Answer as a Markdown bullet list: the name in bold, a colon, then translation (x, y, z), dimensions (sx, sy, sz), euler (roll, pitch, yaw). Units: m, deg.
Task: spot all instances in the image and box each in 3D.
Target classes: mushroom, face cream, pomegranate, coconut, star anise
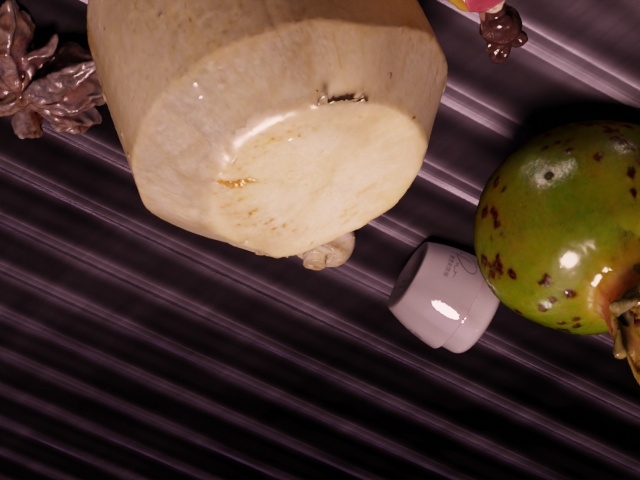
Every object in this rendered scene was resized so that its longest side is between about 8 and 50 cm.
- **mushroom**: translation (0.000, 0.000, 1.877), dimensions (0.084, 0.067, 0.083), euler (7, 153, 4)
- **face cream**: translation (0.144, 0.065, 1.867), dimensions (0.104, 0.117, 0.117), euler (30, 148, -9)
- **pomegranate**: translation (0.256, 0.009, 1.558), dimensions (0.231, 0.286, 0.231), euler (7, 127, 9)
- **coconut**: translation (-0.054, -0.153, 1.427), dimensions (0.323, 0.323, 0.323), euler (12, 150, 7)
- **star anise**: translation (-0.328, -0.174, 1.728), dimensions (0.231, 0.089, 0.209), euler (0, 143, 13)

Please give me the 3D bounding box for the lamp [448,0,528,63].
- **lamp**: translation (0.112, -0.261, 1.354), dimensions (0.118, 0.118, 0.253), euler (0, 149, 26)
